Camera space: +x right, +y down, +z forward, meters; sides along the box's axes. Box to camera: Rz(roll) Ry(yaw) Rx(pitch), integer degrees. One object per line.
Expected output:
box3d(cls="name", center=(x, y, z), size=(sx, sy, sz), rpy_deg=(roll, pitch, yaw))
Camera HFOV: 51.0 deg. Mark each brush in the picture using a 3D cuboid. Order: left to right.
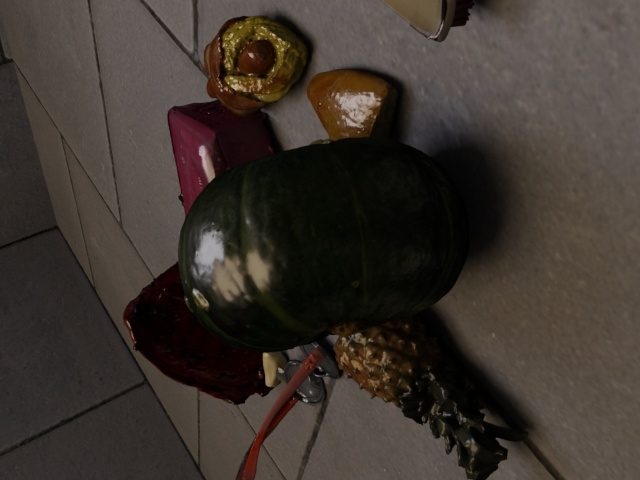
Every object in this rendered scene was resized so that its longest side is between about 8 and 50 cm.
box3d(cls="brush", center=(0.044, -0.294, 0.657), size=(0.321, 0.050, 0.060), rpy_deg=(53, 155, 38))

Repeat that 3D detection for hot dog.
box3d(cls="hot dog", center=(-0.110, -0.234, 0.927), size=(0.261, 0.093, 0.123), rpy_deg=(-14, 100, 63))

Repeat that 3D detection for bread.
box3d(cls="bread", center=(0.045, -0.143, 0.773), size=(0.154, 0.054, 0.136), rpy_deg=(62, 151, 0))

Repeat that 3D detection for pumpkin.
box3d(cls="pumpkin", center=(0.000, 0.000, 0.700), size=(0.300, 0.300, 0.207), rpy_deg=(-25, 78, 64))

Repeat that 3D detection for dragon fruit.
box3d(cls="dragon fruit", center=(-0.254, 0.200, 1.398), size=(0.228, 0.286, 0.329), rpy_deg=(9, 129, 55))

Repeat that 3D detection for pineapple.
box3d(cls="pineapple", center=(0.129, 0.184, 0.824), size=(0.248, 0.128, 0.128), rpy_deg=(44, 147, 28))

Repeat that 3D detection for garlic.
box3d(cls="garlic", center=(-0.091, 0.256, 1.357), size=(0.041, 0.053, 0.083), rpy_deg=(15, 113, 38))

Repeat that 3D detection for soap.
box3d(cls="soap", center=(-0.139, -0.057, 1.100), size=(0.220, 0.127, 0.324), rpy_deg=(39, 145, 45))

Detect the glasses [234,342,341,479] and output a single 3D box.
box3d(cls="glasses", center=(-0.087, 0.302, 1.168), size=(0.118, 0.268, 0.234), rpy_deg=(39, 146, 9))
